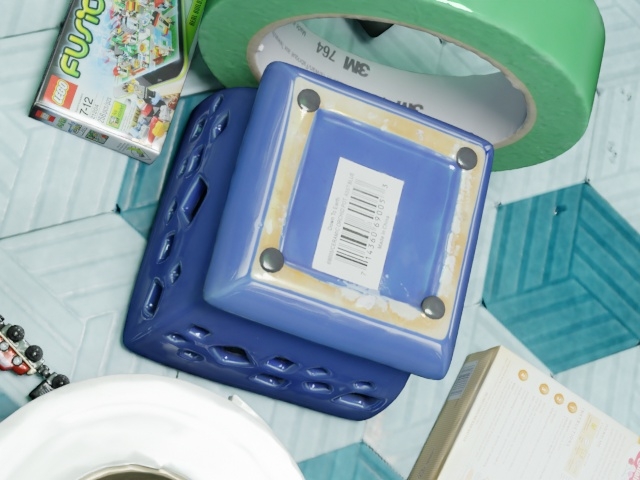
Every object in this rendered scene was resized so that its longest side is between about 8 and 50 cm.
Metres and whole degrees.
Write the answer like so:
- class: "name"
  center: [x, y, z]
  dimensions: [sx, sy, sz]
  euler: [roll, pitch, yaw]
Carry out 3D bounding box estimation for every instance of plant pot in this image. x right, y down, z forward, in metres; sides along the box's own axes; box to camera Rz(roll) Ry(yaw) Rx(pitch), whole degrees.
- class: "plant pot"
  center: [0.000, 0.000, 1.126]
  dimensions: [0.236, 0.212, 0.236]
  euler: [20, 71, -17]

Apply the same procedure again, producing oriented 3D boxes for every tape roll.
- class: "tape roll"
  center: [-0.140, 0.242, 1.017]
  dimensions: [0.286, 0.100, 0.286]
  euler: [3, 73, -12]
- class: "tape roll"
  center: [0.064, -0.155, 1.125]
  dimensions: [0.321, 0.321, 0.077]
  euler: [21, 72, -16]

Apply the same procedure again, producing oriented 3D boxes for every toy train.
- class: "toy train"
  center: [-0.247, 0.088, 1.111]
  dimensions: [0.036, 0.027, 0.158]
  euler: [-42, 96, -13]

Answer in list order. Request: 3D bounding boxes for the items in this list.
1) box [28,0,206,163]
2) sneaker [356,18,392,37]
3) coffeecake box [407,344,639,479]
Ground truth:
- class: "box"
  center: [-0.163, -0.181, 1.198]
  dimensions: [0.114, 0.036, 0.207]
  euler: [21, 71, -16]
- class: "sneaker"
  center: [0.103, -0.321, 1.305]
  dimensions: [0.270, 0.090, 0.145]
  euler: [-40, 97, -21]
- class: "coffeecake box"
  center: [0.190, 0.204, 1.231]
  dimensions: [0.185, 0.068, 0.142]
  euler: [33, 68, -11]
